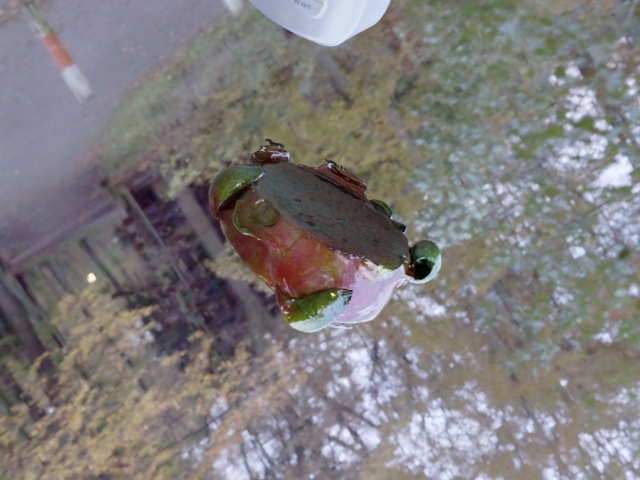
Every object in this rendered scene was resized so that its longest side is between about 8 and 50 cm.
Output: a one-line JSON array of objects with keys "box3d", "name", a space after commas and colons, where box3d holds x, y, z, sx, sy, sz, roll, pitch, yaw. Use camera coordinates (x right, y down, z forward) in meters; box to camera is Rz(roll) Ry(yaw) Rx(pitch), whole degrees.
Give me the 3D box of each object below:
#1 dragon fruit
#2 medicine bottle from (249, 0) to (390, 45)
[{"box3d": [0.000, 0.000, 1.101, 0.130, 0.295, 0.268, -64, 177, 23], "name": "dragon fruit"}, {"box3d": [0.016, -0.366, 0.865, 0.124, 0.179, 0.324, -36, 157, -40], "name": "medicine bottle"}]
